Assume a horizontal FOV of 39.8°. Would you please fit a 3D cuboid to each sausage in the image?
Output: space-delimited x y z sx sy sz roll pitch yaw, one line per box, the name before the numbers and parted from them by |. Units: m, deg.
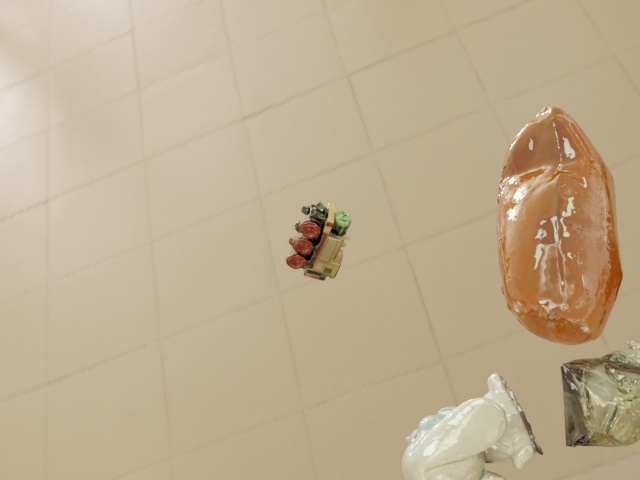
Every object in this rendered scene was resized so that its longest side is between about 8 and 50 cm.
sausage | 0.171 -0.009 0.639 0.089 0.089 0.179 -5 62 21

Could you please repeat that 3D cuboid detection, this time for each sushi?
sushi | 0.512 0.248 1.452 0.109 0.273 0.134 -2 95 47

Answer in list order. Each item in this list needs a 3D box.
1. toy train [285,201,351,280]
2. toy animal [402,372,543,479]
toy train | 0.000 0.000 1.329 0.087 0.138 0.050 14 45 -10
toy animal | 0.316 0.434 1.824 0.289 0.249 0.174 -40 33 3
